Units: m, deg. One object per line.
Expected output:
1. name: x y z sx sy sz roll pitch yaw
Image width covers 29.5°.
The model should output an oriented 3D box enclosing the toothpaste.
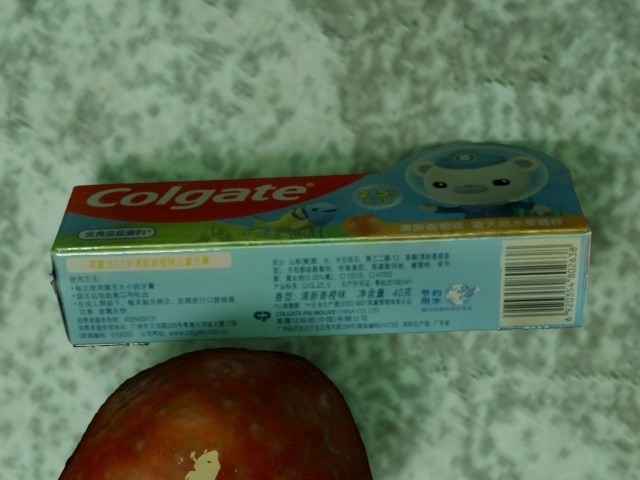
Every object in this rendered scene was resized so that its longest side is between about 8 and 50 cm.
1. toothpaste: 0.000 0.000 0.467 0.193 0.070 0.044 -2 122 1

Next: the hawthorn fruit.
1. hawthorn fruit: -0.039 0.095 0.437 0.128 0.128 0.128 0 93 1
